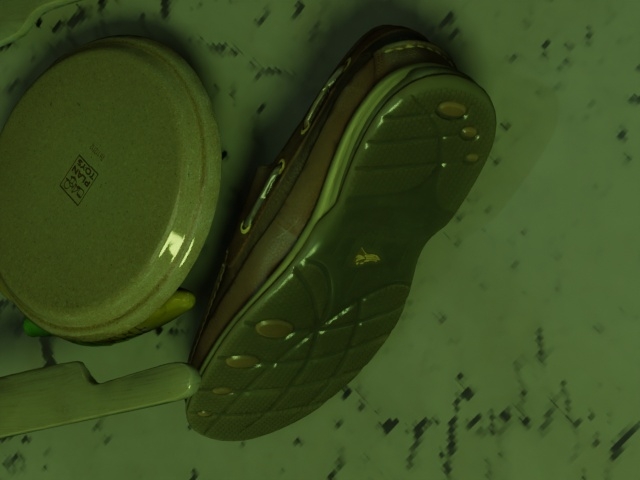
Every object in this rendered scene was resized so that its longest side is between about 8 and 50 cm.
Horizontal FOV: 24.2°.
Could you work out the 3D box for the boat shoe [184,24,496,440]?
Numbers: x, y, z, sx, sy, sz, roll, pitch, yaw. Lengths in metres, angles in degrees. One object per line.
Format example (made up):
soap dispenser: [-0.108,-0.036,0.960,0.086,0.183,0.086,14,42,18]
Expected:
boat shoe: [0.000,0.000,0.558,0.178,0.064,0.060,-58,37,25]

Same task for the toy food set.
toy food set: [-0.087,-0.020,0.600,0.132,0.038,0.192,-12,74,33]
